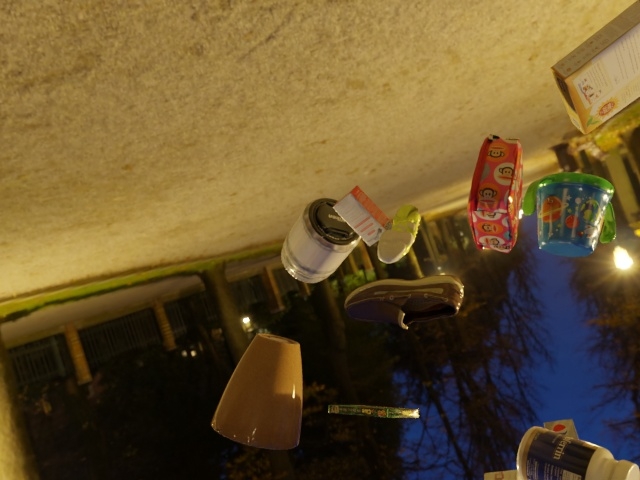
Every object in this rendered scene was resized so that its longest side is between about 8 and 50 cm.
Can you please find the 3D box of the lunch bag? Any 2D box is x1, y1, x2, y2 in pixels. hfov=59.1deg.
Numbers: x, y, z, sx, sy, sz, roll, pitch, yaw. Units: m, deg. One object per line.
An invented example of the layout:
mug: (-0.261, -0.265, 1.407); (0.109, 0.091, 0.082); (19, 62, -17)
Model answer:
lunch bag: (0.477, -0.133, 1.497); (0.120, 0.258, 0.293); (9, 153, 24)

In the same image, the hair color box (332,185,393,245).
hair color box: (0.129, -0.073, 1.695); (0.093, 0.167, 0.053); (-37, -171, 44)

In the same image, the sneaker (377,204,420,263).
sneaker: (0.228, 0.009, 1.615); (0.091, 0.126, 0.240); (19, -133, 20)

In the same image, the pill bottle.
pill bottle: (0.664, 0.595, 1.464); (0.153, 0.153, 0.264); (-16, -164, -43)

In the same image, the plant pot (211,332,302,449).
plant pot: (-0.144, 0.383, 1.492); (0.237, 0.254, 0.237); (13, 177, 1)

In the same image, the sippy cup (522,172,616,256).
sippy cup: (0.800, -0.071, 1.810); (0.305, 0.224, 0.240); (9, 167, 16)

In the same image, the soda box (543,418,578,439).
soda box: (0.857, 0.739, 1.965); (0.098, 0.286, 0.091); (-16, -142, 18)

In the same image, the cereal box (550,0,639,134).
cereal box: (0.519, -0.307, 0.945); (0.240, 0.047, 0.173); (-38, 139, 14)

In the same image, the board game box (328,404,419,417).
board game box: (0.157, 0.519, 1.718); (0.136, 0.030, 0.259); (10, 163, -37)

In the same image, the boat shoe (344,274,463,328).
boat shoe: (0.164, 0.135, 1.170); (0.257, 0.095, 0.095); (-15, -147, 24)

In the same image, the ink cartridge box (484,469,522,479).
ink cartridge box: (0.627, 0.827, 1.909); (0.122, 0.088, 0.052); (-22, -155, 34)

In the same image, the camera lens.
camera lens: (0.000, 0.000, 2.008); (0.219, 0.219, 0.274); (-17, 155, -38)
